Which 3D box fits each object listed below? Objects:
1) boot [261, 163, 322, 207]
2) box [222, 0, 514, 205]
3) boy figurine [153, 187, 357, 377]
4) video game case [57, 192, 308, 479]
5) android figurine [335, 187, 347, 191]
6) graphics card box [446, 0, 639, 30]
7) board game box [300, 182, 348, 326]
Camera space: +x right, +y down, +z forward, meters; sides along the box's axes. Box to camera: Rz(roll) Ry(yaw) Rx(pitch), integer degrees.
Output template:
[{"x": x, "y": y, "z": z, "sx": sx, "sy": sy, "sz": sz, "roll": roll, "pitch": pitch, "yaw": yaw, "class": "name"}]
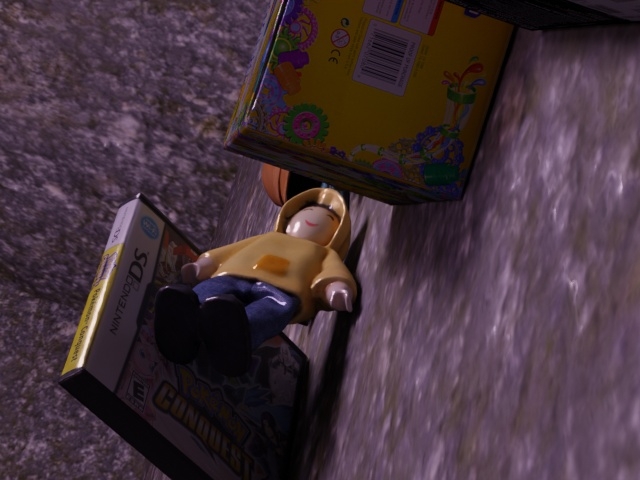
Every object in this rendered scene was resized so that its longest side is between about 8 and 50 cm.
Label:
[{"x": -0.005, "y": -0.174, "z": 1.750, "sx": 0.283, "sy": 0.109, "sz": 0.220, "roll": -65, "pitch": 12, "yaw": 9, "class": "boot"}, {"x": 0.049, "y": -0.194, "z": 1.152, "sx": 0.279, "sy": 0.177, "sz": 0.290, "roll": -172, "pitch": 100, "yaw": -82, "class": "box"}, {"x": -0.039, "y": 0.035, "z": 1.332, "sx": 0.285, "sy": 0.177, "sz": 0.092, "roll": -39, "pitch": -45, "yaw": -53, "class": "boy figurine"}, {"x": -0.120, "y": 0.124, "z": 1.331, "sx": 0.035, "sy": 0.275, "sz": 0.248, "roll": -28, "pitch": 32, "yaw": 28, "class": "video game case"}, {"x": 0.013, "y": -0.194, "z": 1.548, "sx": 0.248, "sy": 0.056, "sz": 0.273, "roll": 110, "pitch": 153, "yaw": -42, "class": "android figurine"}, {"x": 0.165, "y": -0.242, "z": 0.769, "sx": 0.371, "sy": 0.094, "sz": 0.233, "roll": -126, "pitch": 56, "yaw": -82, "class": "graphics card box"}, {"x": 0.000, "y": 0.000, "z": 1.590, "sx": 0.186, "sy": 0.026, "sz": 0.126, "roll": -86, "pitch": 17, "yaw": -62, "class": "board game box"}]
